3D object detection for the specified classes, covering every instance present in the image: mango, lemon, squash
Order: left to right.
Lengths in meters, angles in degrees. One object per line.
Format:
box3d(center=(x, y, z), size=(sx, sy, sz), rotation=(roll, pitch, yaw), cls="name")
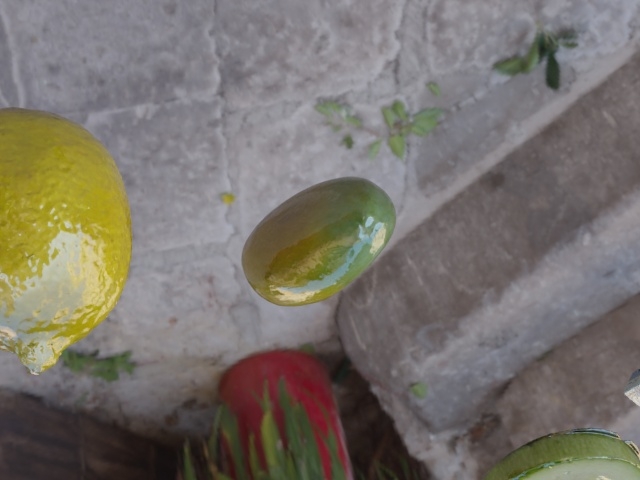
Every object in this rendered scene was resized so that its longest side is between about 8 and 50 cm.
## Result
box3d(center=(-0.116, -0.001, 0.386), size=(0.082, 0.110, 0.082), rotation=(-9, 153, -5), cls="lemon")
box3d(center=(0.000, 0.000, 0.942), size=(0.092, 0.130, 0.195), rotation=(41, 151, -18), cls="mango")
box3d(center=(0.306, 0.318, 1.230), size=(0.219, 0.041, 0.219), rotation=(-5, 135, -5), cls="squash")

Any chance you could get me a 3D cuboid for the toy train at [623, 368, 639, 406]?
box3d(center=(0.539, 0.186, 1.441), size=(0.051, 0.052, 0.234), rotation=(-50, 177, -32), cls="toy train")
